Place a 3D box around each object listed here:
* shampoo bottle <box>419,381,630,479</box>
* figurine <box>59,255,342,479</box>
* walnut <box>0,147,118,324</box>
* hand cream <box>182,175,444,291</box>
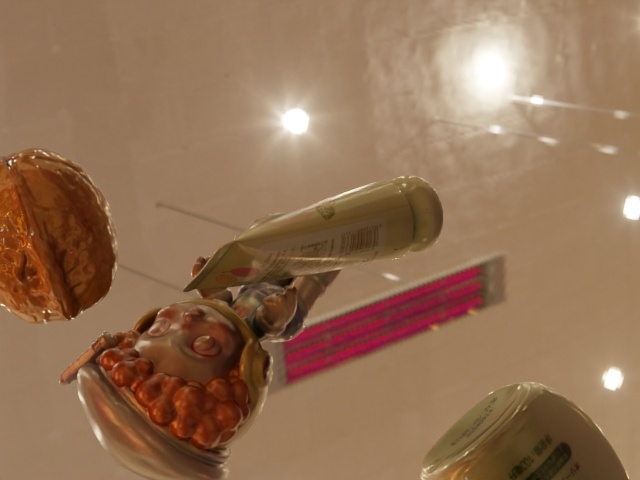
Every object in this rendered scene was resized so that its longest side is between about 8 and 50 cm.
[{"bbox_3d":[0.280,0.341,1.485,0.222,0.151,0.349,-40,-83,-22],"label":"shampoo bottle"},{"bbox_3d":[-0.100,0.141,1.556,0.382,0.224,0.205,-34,-42,-24],"label":"figurine"},{"bbox_3d":[-0.301,-0.002,1.419,0.159,0.159,0.207,-32,-56,-29],"label":"walnut"},{"bbox_3d":[0.000,0.000,1.482,0.306,0.147,0.093,-16,-104,-29],"label":"hand cream"}]
